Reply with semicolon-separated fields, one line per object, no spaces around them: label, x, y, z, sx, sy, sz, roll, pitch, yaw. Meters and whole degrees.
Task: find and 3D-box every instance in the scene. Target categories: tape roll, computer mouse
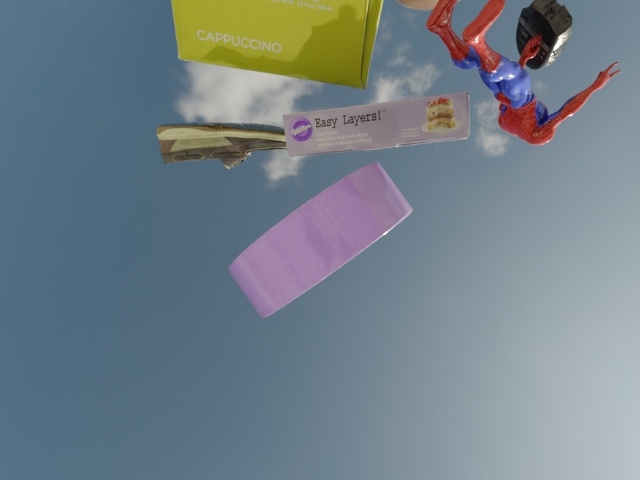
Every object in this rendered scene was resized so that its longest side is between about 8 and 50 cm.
tape roll;0.000;0.000;0.625;0.274;0.275;0.090;-35;-92;6
computer mouse;0.283;-0.287;0.483;0.041;0.242;0.071;-30;-105;5

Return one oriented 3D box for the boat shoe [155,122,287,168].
boat shoe;-0.158;-0.160;0.704;0.223;0.080;0.073;-1;-67;-12

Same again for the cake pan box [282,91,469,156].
cake pan box;0.086;-0.190;0.676;0.266;0.246;0.070;-4;-75;12

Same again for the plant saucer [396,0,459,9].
plant saucer;0.197;-0.465;0.543;0.310;0.310;0.050;-38;-128;6

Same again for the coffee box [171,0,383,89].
coffee box;-0.050;-0.509;0.711;0.337;0.338;0.334;9;-135;-1

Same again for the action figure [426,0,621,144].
action figure;0.252;-0.212;0.493;0.139;0.280;0.091;-50;-132;12
